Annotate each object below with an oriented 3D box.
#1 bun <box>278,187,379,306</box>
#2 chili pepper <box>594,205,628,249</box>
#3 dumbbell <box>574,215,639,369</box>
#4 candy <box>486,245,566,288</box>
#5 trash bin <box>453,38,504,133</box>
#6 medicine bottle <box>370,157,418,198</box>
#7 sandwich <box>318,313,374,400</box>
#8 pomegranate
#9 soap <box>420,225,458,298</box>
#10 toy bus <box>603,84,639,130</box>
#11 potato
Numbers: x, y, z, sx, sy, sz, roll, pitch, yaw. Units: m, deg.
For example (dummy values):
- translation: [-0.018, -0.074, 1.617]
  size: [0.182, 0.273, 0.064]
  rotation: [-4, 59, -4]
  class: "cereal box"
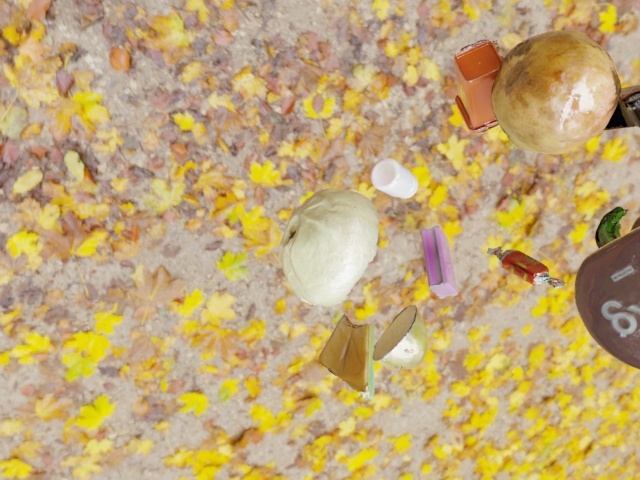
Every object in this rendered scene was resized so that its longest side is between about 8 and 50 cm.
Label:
- translation: [-0.003, 0.001, 1.755]
  size: [0.202, 0.364, 0.364]
  rotation: [25, 107, -23]
  class: "bun"
- translation: [0.760, 0.010, 1.505]
  size: [0.065, 0.279, 0.122]
  rotation: [34, 111, -20]
  class: "chili pepper"
- translation: [0.355, 0.030, 0.606]
  size: [0.225, 0.124, 0.140]
  rotation: [-21, 167, -45]
  class: "dumbbell"
- translation: [0.677, 0.089, 2.031]
  size: [0.086, 0.292, 0.059]
  rotation: [-22, 127, -28]
  class: "candy"
- translation: [0.481, -0.444, 1.749]
  size: [0.184, 0.161, 0.239]
  rotation: [-21, 148, 9]
  class: "trash bin"
- translation: [0.120, -0.097, 0.977]
  size: [0.052, 0.052, 0.089]
  rotation: [-54, 151, 12]
  class: "medicine bottle"
- translation: [0.124, 0.381, 2.064]
  size: [0.063, 0.245, 0.212]
  rotation: [25, 95, -51]
  class: "sandwich"
- translation: [0.581, -0.368, 1.530]
  size: [0.322, 0.322, 0.322]
  rotation: [-13, 125, -20]
  class: "pomegranate"
- translation: [0.371, 0.068, 1.915]
  size: [0.065, 0.203, 0.122]
  rotation: [-16, 150, 23]
  class: "soap"
- translation: [0.762, -0.347, 1.634]
  size: [0.092, 0.409, 0.093]
  rotation: [-41, 110, -16]
  class: "toy bus"
- translation: [0.246, 0.289, 1.713]
  size: [0.117, 0.202, 0.182]
  rotation: [39, 113, -4]
  class: "potato"
